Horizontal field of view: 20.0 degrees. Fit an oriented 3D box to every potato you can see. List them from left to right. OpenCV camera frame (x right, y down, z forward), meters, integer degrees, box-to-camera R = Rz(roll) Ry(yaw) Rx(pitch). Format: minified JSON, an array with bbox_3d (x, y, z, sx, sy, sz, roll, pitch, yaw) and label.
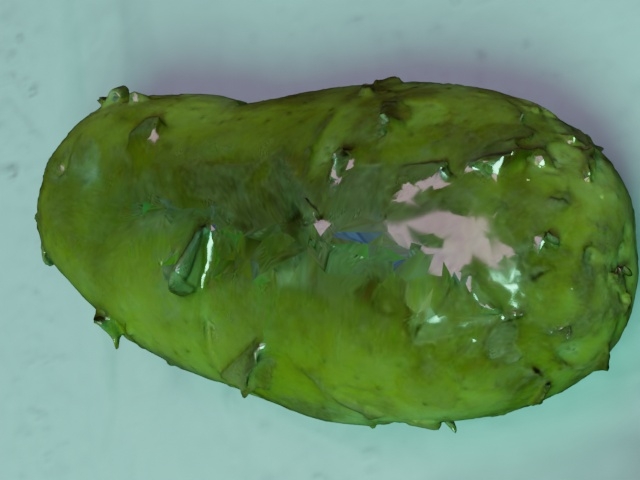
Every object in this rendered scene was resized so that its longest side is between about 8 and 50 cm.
[{"bbox_3d":[0.000,0.000,0.614,0.225,0.090,0.117,8,76,28],"label":"potato"}]
